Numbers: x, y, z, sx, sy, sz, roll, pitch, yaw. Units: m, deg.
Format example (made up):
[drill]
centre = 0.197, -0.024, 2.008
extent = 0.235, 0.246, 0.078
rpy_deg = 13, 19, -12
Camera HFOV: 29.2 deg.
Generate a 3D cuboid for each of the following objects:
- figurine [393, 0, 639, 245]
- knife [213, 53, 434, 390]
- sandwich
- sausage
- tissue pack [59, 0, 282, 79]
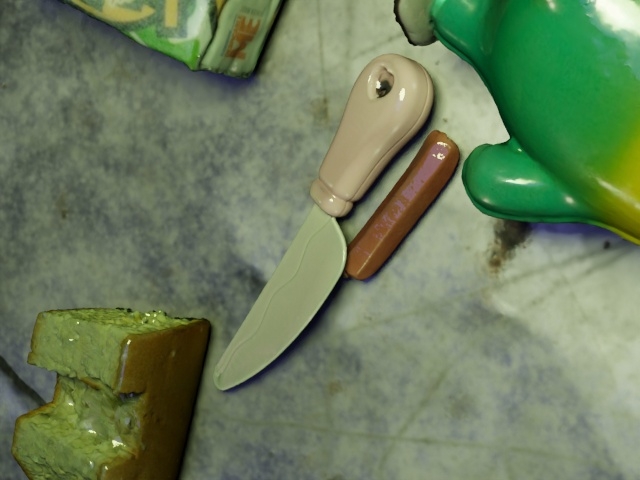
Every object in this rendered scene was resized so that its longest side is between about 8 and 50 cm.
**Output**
[figurine]
centre = 0.233, -0.125, 0.819
extent = 0.340, 0.231, 0.323
rpy_deg = 40, 102, 22
[knife]
centre = 0.002, 0.001, 1.024
extent = 0.081, 0.043, 0.336
rpy_deg = 45, 115, 43
[sandwich]
centre = -0.187, 0.174, 1.077
extent = 0.122, 0.128, 0.235
rpy_deg = 14, 98, 30
[sausage]
centre = 0.064, -0.025, 1.002
extent = 0.147, 0.035, 0.030
rpy_deg = -54, 43, 19
[tissue pack]
centre = -0.109, -0.317, 1.007
extent = 0.228, 0.128, 0.310
rpy_deg = 28, 104, 21
